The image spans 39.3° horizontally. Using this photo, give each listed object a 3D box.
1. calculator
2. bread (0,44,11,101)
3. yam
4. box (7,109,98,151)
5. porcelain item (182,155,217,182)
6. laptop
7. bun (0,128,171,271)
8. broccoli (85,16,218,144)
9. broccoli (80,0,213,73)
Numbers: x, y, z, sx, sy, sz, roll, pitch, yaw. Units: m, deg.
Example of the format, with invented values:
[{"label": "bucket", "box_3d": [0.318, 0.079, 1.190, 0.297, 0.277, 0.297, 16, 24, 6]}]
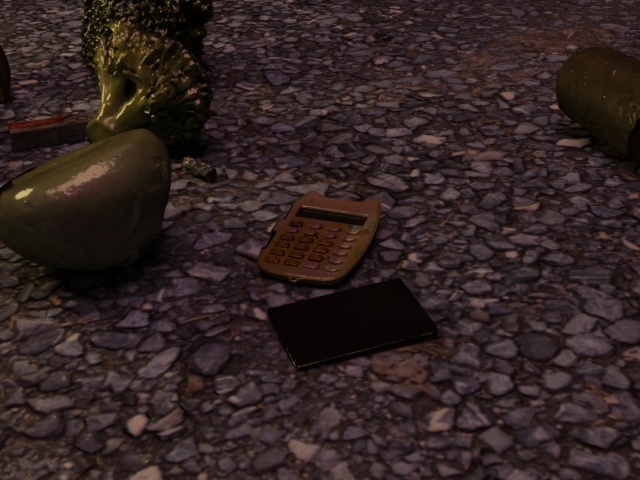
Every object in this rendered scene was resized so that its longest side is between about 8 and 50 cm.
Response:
[{"label": "calculator", "box_3d": [0.000, 0.000, 1.342, 0.157, 0.033, 0.236, 10, 35, 18]}, {"label": "bread", "box_3d": [-0.755, -0.419, 1.909, 0.110, 0.234, 0.184, -26, 36, -30]}, {"label": "yam", "box_3d": [0.549, -0.241, 1.598, 0.161, 0.161, 0.268, -11, 33, -16]}, {"label": "box", "box_3d": [-0.488, -0.216, 1.733, 0.218, 0.039, 0.055, -12, 33, -17]}, {"label": "porcelain item", "box_3d": [-0.214, -0.127, 1.577, 0.036, 0.028, 0.083, -5, 24, -39]}, {"label": "laptop", "box_3d": [0.041, 0.108, 1.171, 0.197, 0.016, 0.135, -12, 33, -14]}, {"label": "bun", "box_3d": [-0.332, -0.041, 1.308, 0.283, 0.179, 0.283, -19, 18, 6]}, {"label": "broccoli", "box_3d": [-0.341, -0.272, 1.648, 0.245, 0.248, 0.288, -49, 24, -27]}, {"label": "broccoli", "box_3d": [-0.364, -0.460, 1.988, 0.281, 0.348, 0.293, 6, 54, -59]}]
